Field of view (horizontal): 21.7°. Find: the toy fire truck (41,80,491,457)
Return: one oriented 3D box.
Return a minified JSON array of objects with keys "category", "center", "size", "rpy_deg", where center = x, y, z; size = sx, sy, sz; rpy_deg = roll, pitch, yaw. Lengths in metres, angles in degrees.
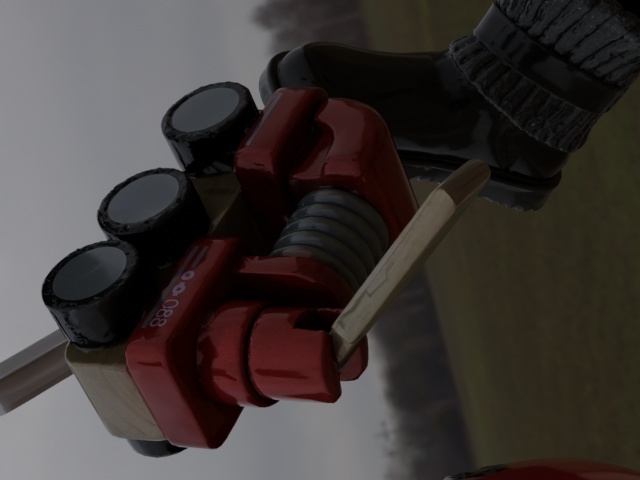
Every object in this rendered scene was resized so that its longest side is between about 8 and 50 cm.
[{"category":"toy fire truck","center":[0.000,0.000,0.892],"size":[0.217,0.246,0.158],"rpy_deg":[-59,-42,-40]}]

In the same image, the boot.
[{"category":"boot","center":[0.140,-0.182,1.607],"size":[0.131,0.348,0.260],"rpy_deg":[-98,29,-43]}]

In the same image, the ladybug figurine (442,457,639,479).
[{"category":"ladybug figurine","center":[0.079,0.258,1.033],"size":[0.162,0.449,0.305],"rpy_deg":[50,133,28]}]

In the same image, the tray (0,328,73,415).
[{"category":"tray","center":[-0.197,0.086,1.318],"size":[0.270,0.145,0.030],"rpy_deg":[-31,-85,-44]}]
